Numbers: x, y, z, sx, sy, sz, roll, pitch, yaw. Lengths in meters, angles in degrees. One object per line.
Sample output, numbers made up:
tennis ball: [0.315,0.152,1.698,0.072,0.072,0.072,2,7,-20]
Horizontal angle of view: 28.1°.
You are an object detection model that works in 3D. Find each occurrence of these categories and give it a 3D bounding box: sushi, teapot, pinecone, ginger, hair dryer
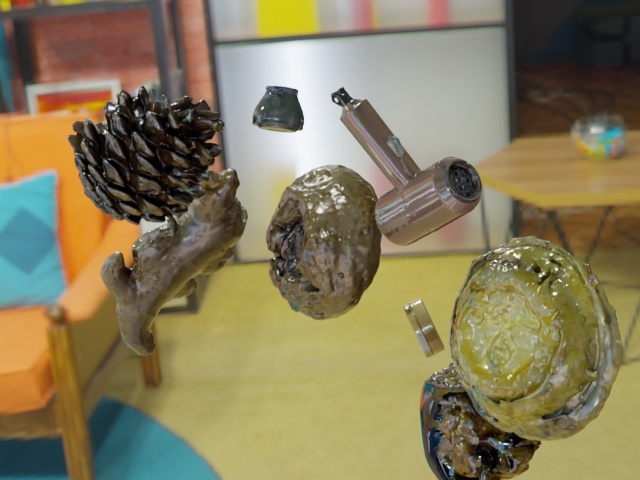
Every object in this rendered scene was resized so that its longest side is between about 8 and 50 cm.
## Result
sushi: [0.264,0.286,2.017,0.213,0.204,0.200,-24,4,-11]
teapot: [-0.050,-0.167,1.631,0.066,0.057,0.088,8,-1,8]
pinecone: [-0.232,-0.121,1.716,0.184,0.204,0.179,6,52,-37]
ginger: [-0.215,0.021,1.869,0.166,0.333,0.080,33,23,-36]
hair dryer: [0.075,-0.087,1.322,0.117,0.181,0.064,-32,10,48]

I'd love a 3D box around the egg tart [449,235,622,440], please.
egg tart: [0.269,0.132,1.697,0.279,0.278,0.095,12,7,41]

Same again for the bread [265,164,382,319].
bread: [0.000,0.000,1.859,0.123,0.230,0.230,10,12,-24]

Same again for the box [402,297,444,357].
box: [0.182,0.154,2.247,0.037,0.105,0.105,-26,19,3]
